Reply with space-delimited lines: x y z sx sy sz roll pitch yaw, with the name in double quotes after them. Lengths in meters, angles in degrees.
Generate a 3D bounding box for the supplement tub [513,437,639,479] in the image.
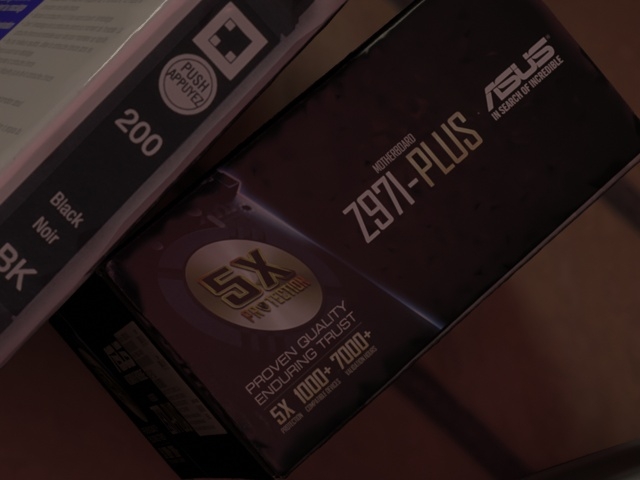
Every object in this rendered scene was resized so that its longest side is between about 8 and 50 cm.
0.125 0.232 0.567 0.241 0.241 0.331 -18 86 -13 "supplement tub"

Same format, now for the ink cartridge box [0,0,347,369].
-0.074 -0.055 0.586 0.208 0.206 0.045 -48 112 -12 "ink cartridge box"

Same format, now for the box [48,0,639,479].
0.000 0.000 0.604 0.147 0.180 0.077 -40 92 -13 "box"
